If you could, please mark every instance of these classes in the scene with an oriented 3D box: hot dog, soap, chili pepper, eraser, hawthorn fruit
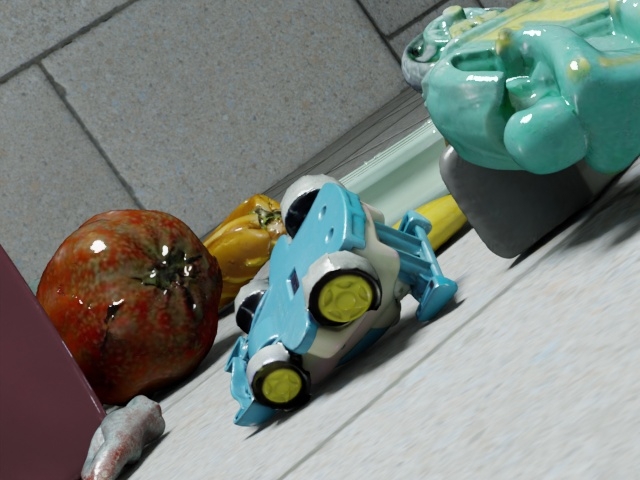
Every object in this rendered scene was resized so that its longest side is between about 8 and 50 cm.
[{"bbox_3d":[-0.114,0.030,1.884,0.115,0.072,0.269,-58,9,-34],"label":"hot dog"},{"bbox_3d":[0.056,0.011,1.296,0.168,0.033,0.089,-38,4,-32],"label":"soap"},{"bbox_3d":[-0.153,0.154,1.272,0.153,0.041,0.050,-46,-30,-66],"label":"chili pepper"},{"bbox_3d":[0.184,-0.095,1.152,0.061,0.089,0.352,-28,9,37],"label":"eraser"},{"bbox_3d":[0.083,-0.061,1.615,0.198,0.066,0.119,-33,4,17],"label":"soap"},{"bbox_3d":[-0.196,0.067,1.594,0.235,0.181,0.181,-22,13,49],"label":"hawthorn fruit"}]

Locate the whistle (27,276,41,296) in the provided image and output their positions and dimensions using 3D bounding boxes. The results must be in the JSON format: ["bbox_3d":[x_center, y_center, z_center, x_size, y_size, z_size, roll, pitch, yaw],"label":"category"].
[{"bbox_3d":[-0.430,0.161,2.334,0.405,0.168,0.188,-30,7,6],"label":"whistle"}]

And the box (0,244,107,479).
[{"bbox_3d":[-0.312,0.111,1.402,0.193,0.294,0.167,-38,17,-28],"label":"box"}]

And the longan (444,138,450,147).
[{"bbox_3d":[0.148,-0.081,1.274,0.106,0.106,0.119,-34,-37,1],"label":"longan"}]

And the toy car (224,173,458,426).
[{"bbox_3d":[0.009,0.049,1.077,0.161,0.098,0.126,-63,19,21],"label":"toy car"}]

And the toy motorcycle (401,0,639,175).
[{"bbox_3d":[0.170,-0.109,0.950,0.297,0.109,0.198,-11,29,23],"label":"toy motorcycle"}]
